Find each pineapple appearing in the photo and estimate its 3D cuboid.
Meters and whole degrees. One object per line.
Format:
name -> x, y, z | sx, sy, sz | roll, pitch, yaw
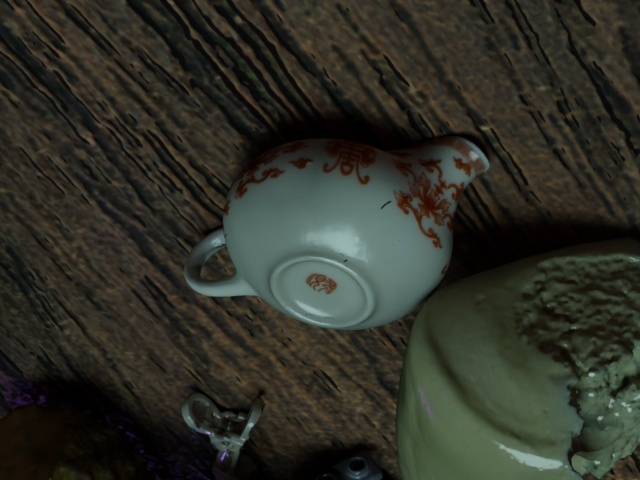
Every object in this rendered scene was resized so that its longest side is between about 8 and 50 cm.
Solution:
pineapple -> -0.184, 0.258, 1.353 | 0.158, 0.158, 0.279 | -21, 139, 33

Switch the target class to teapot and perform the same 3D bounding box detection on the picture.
teapot -> 0.000, 0.000, 1.048 | 0.245, 0.116, 0.159 | -7, 147, 30

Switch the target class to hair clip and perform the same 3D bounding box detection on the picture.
hair clip -> -0.083, 0.208, 1.347 | 0.072, 0.034, 0.226 | 10, 141, 8

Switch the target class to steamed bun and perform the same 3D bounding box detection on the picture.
steamed bun -> 0.159, 0.131, 1.075 | 0.200, 0.170, 0.225 | -17, 147, -12

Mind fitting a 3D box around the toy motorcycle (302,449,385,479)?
toy motorcycle -> -0.061, 0.261, 1.294 | 0.270, 0.106, 0.159 | -28, 138, -9
